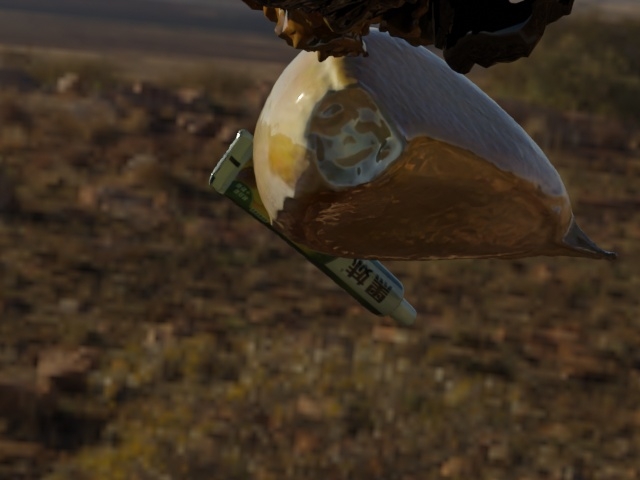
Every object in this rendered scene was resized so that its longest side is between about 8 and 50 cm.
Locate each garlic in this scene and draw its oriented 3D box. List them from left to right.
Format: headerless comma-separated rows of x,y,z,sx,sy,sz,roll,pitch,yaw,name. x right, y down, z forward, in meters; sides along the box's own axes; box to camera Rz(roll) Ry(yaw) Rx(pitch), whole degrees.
0.060,-0.045,1.162,0.245,0.145,0.164,19,6,-40,garlic

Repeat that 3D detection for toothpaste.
0.000,0.000,1.337,0.204,0.049,0.031,42,-19,-28,toothpaste

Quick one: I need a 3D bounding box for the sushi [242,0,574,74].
0.014,-0.169,0.749,0.234,0.207,0.348,45,16,5,sushi
